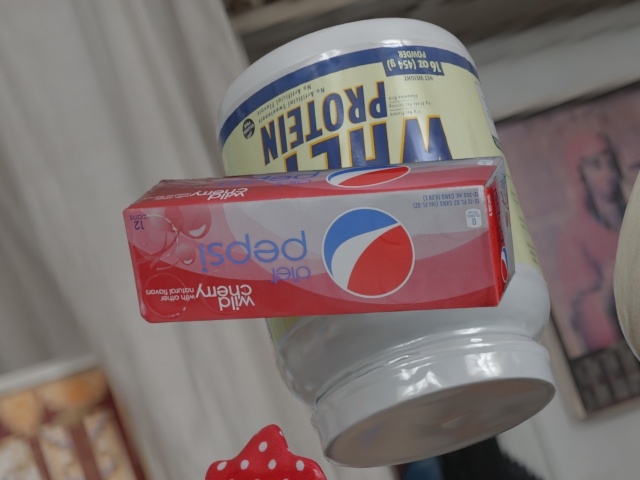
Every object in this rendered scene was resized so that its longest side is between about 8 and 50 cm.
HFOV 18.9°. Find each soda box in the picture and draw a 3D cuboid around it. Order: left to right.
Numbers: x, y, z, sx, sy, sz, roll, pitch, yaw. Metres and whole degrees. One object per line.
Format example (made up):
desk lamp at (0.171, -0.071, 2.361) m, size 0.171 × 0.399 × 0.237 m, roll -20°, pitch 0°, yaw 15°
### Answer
soda box at (0.000, 0.000, 1.357) m, size 0.263 × 0.092 × 0.083 m, roll -4°, pitch 16°, yaw 16°

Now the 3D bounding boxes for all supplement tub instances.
supplement tub at (0.056, 0.004, 1.616) m, size 0.235 × 0.325 × 0.235 m, roll -14°, pitch -21°, yaw -6°

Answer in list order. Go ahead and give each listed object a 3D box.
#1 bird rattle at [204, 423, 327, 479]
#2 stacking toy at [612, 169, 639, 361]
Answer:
bird rattle at (-0.037, 0.286, 1.529) m, size 0.253 × 0.207 × 0.143 m, roll -61°, pitch -9°, yaw 19°
stacking toy at (0.523, 0.038, 1.617) m, size 0.480 × 0.351 × 0.350 m, roll 27°, pitch 24°, yaw 36°
